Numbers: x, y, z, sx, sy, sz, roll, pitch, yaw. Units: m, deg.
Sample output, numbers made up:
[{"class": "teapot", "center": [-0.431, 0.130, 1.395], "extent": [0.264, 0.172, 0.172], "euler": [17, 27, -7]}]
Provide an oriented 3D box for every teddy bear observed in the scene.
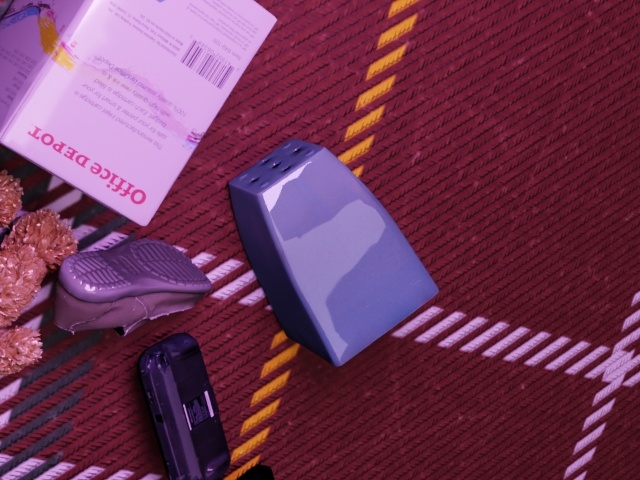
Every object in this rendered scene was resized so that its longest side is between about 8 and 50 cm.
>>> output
[{"class": "teddy bear", "center": [-0.419, 0.076, 1.569], "extent": [0.338, 0.113, 0.245], "euler": [-36, 119, -14]}]

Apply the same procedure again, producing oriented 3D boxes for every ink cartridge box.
[{"class": "ink cartridge box", "center": [-0.228, -0.194, 1.528], "extent": [0.198, 0.197, 0.270], "euler": [33, 89, -35]}]

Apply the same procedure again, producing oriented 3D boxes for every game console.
[{"class": "game console", "center": [-0.143, 0.291, 1.801], "extent": [0.213, 0.044, 0.361], "euler": [-32, 111, -56]}]

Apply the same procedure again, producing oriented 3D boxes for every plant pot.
[{"class": "plant pot", "center": [0.000, 0.000, 1.756], "extent": [0.166, 0.165, 0.234], "euler": [-35, 113, -15]}]

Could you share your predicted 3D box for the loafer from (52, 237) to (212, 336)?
[{"class": "loafer", "center": [-0.228, 0.059, 1.660], "extent": [0.251, 0.094, 0.087], "euler": [-1, 131, -55]}]

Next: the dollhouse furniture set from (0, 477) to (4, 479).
[{"class": "dollhouse furniture set", "center": [-0.375, 0.412, 1.709], "extent": [0.286, 0.198, 0.303], "euler": [-56, 147, -6]}]
